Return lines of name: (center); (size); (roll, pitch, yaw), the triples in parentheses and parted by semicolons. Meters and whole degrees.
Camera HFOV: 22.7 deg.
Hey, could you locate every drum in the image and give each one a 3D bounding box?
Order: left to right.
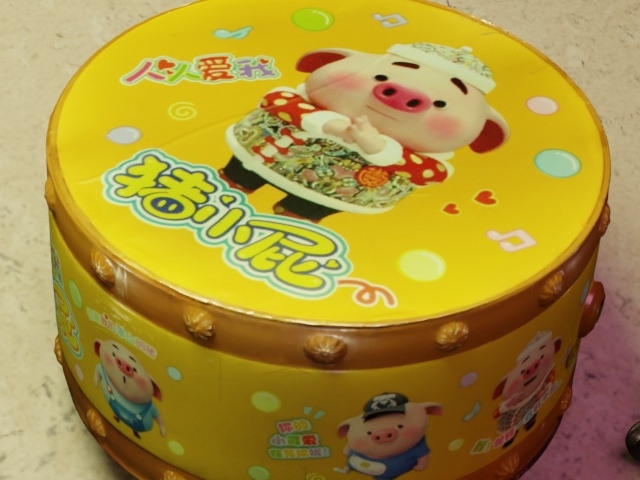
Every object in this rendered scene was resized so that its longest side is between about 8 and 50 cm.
drum: (0.000, 0.000, 1.207); (0.431, 0.214, 0.431); (3, 41, -2)

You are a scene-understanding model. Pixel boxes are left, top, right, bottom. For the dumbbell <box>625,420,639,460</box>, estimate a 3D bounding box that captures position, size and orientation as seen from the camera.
dumbbell: (0.293, 0.214, 1.298); (0.082, 0.081, 0.254); (9, 56, -9)
